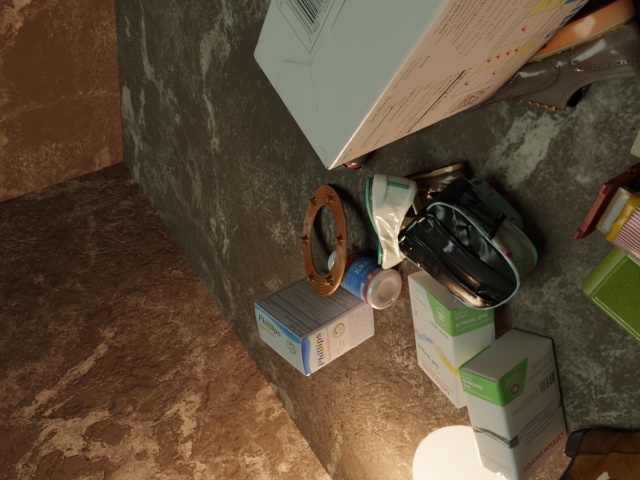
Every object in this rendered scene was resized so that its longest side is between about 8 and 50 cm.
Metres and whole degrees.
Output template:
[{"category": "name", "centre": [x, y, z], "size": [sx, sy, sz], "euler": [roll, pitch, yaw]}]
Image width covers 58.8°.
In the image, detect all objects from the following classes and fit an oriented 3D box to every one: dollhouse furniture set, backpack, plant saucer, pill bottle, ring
[{"category": "dollhouse furniture set", "centre": [0.543, -0.109, 0.796], "size": [0.201, 0.152, 0.374], "euler": [42, 144, 33]}, {"category": "backpack", "centre": [0.320, 0.012, 1.197], "size": [0.253, 0.191, 0.225], "euler": [46, 146, 8]}, {"category": "plant saucer", "centre": [0.576, 0.100, 1.016], "size": [0.188, 0.045, 0.188], "euler": [48, 146, 26]}, {"category": "pill bottle", "centre": [0.121, 0.100, 1.654], "size": [0.221, 0.124, 0.124], "euler": [30, 136, 47]}, {"category": "ring", "centre": [0.000, 0.000, 1.726], "size": [0.336, 0.032, 0.337], "euler": [-178, 90, -68]}]

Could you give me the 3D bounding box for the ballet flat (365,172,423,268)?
[{"category": "ballet flat", "centre": [0.194, -0.031, 1.407], "size": [0.139, 0.139, 0.400], "euler": [47, 170, 26]}]

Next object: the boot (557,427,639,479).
[{"category": "boot", "centre": [0.598, 0.490, 1.108], "size": [0.096, 0.264, 0.280], "euler": [36, 151, -8]}]

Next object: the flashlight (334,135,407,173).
[{"category": "flashlight", "centre": [0.132, -0.252, 1.393], "size": [0.103, 0.103, 0.304], "euler": [47, 153, -14]}]

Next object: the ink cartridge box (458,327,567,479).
[{"category": "ink cartridge box", "centre": [0.440, 0.371, 1.285], "size": [0.114, 0.198, 0.273], "euler": [10, 121, 55]}]

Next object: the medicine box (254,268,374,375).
[{"category": "medicine box", "centre": [-0.019, 0.252, 1.829], "size": [0.263, 0.289, 0.149], "euler": [28, 135, 46]}]

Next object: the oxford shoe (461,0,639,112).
[{"category": "oxford shoe", "centre": [0.369, -0.272, 0.979], "size": [0.363, 0.130, 0.133], "euler": [-13, 108, 60]}]

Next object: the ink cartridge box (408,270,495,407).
[{"category": "ink cartridge box", "centre": [0.329, 0.261, 1.409], "size": [0.207, 0.119, 0.354], "euler": [-134, 30, -61]}]

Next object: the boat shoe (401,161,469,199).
[{"category": "boat shoe", "centre": [0.256, -0.129, 1.316], "size": [0.207, 0.073, 0.073], "euler": [-3, 107, 59]}]

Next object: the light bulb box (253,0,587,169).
[{"category": "light bulb box", "centre": [0.149, -0.323, 0.768], "size": [0.225, 0.361, 0.358], "euler": [58, 152, 9]}]
